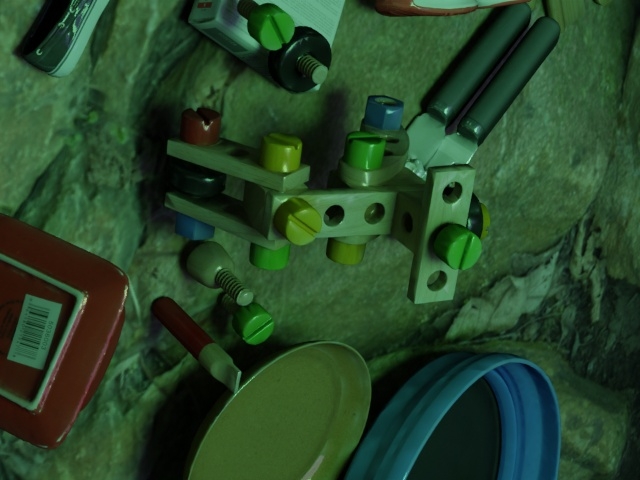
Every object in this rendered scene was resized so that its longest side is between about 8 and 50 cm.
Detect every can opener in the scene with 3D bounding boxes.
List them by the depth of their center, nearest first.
[{"bbox_3d":[0.146,-0.127,1.546,0.280,0.074,0.093,-54,167,-10],"label":"can opener"}]

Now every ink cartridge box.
[{"bbox_3d":[-0.037,-0.245,1.360,0.145,0.045,0.179,31,66,-43],"label":"ink cartridge box"}]

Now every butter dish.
[{"bbox_3d":[-0.229,0.078,1.246,0.160,0.160,0.118,-67,157,-1],"label":"butter dish"}]

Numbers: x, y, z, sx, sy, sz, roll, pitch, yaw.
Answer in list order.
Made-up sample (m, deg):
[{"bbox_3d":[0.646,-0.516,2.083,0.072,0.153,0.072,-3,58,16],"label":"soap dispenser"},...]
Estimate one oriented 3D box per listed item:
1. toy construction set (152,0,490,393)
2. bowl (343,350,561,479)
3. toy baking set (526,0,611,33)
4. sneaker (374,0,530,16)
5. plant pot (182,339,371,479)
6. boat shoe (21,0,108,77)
[{"bbox_3d":[0.000,0.000,1.295,0.257,0.237,0.309,22,103,-44],"label":"toy construction set"},{"bbox_3d":[0.136,0.305,1.631,0.391,0.077,0.391,-28,127,-46],"label":"bowl"},{"bbox_3d":[0.286,-0.353,1.604,0.196,0.030,0.256,-21,125,-42],"label":"toy baking set"},{"bbox_3d":[0.129,-0.289,1.464,0.221,0.087,0.128,-19,110,-49],"label":"sneaker"},{"bbox_3d":[-0.046,0.193,1.429,0.236,0.032,0.236,-30,136,-33],"label":"plant pot"},{"bbox_3d":[-0.200,-0.202,1.213,0.040,0.049,0.142,21,94,-43],"label":"boat shoe"}]
